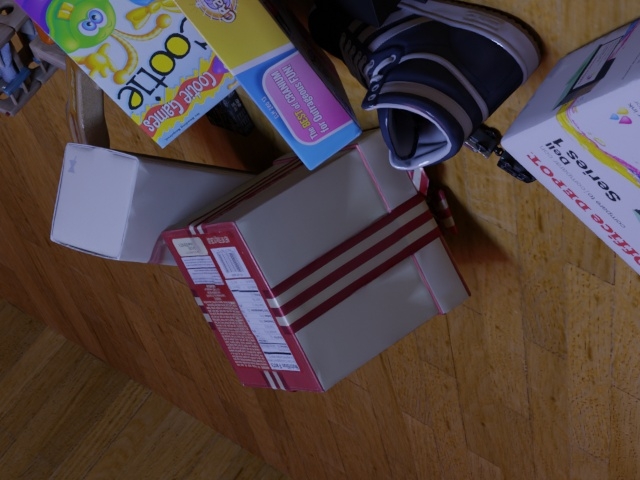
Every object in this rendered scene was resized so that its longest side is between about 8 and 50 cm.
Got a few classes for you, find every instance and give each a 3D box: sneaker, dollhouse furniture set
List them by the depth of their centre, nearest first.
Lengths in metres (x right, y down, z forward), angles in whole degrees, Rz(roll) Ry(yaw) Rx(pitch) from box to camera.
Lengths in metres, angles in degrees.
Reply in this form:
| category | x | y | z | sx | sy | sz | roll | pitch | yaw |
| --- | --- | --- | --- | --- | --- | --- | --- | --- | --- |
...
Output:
| category | x | y | z | sx | sy | sz | roll | pitch | yaw |
| --- | --- | --- | --- | --- | --- | --- | --- | --- | --- |
| sneaker | 0.060 | -0.159 | 1.526 | 0.282 | 0.153 | 0.099 | 18 | 151 | 43 |
| dollhouse furniture set | -0.371 | -0.232 | 2.114 | 0.184 | 0.129 | 0.129 | 28 | 157 | 24 |

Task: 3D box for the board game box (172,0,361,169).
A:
| category | x | y | z | sx | sy | sz | roll | pitch | yaw |
| --- | --- | --- | --- | --- | --- | --- | --- | --- | --- |
| board game box | -0.090 | -0.238 | 1.543 | 0.316 | 0.064 | 0.242 | 50 | -171 | -20 |

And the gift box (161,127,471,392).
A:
| category | x | y | z | sx | sy | sz | roll | pitch | yaw |
| --- | --- | --- | --- | --- | --- | --- | --- | --- | --- |
| gift box | 0.000 | 0.000 | 1.834 | 0.255 | 0.258 | 0.276 | 3 | 120 | 60 |

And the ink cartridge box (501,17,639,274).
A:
| category | x | y | z | sx | sy | sz | roll | pitch | yaw |
| --- | --- | --- | --- | --- | --- | --- | --- | --- | --- |
| ink cartridge box | 0.309 | -0.083 | 1.328 | 0.201 | 0.117 | 0.278 | 42 | 160 | -10 |

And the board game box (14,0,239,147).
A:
| category | x | y | z | sx | sy | sz | roll | pitch | yaw |
| --- | --- | --- | --- | --- | --- | --- | --- | --- | --- |
| board game box | -0.213 | -0.254 | 1.668 | 0.275 | 0.144 | 0.142 | 46 | -172 | -40 |

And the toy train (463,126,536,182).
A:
| category | x | y | z | sx | sy | sz | roll | pitch | yaw |
| --- | --- | --- | --- | --- | --- | --- | --- | --- | --- |
| toy train | 0.160 | -0.109 | 1.651 | 0.158 | 0.027 | 0.036 | 35 | 170 | 7 |

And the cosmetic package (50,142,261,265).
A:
| category | x | y | z | sx | sy | sz | roll | pitch | yaw |
| --- | --- | --- | --- | --- | --- | --- | --- | --- | --- |
| cosmetic package | -0.170 | -0.035 | 1.991 | 0.296 | 0.129 | 0.153 | 8 | -175 | -44 |

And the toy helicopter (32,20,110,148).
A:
| category | x | y | z | sx | sy | sz | roll | pitch | yaw |
| --- | --- | --- | --- | --- | --- | --- | --- | --- | --- |
| toy helicopter | -0.297 | -0.246 | 1.920 | 0.235 | 0.140 | 0.355 | 55 | 153 | 36 |

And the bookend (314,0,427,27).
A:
| category | x | y | z | sx | sy | sz | roll | pitch | yaw |
| --- | --- | --- | --- | --- | --- | --- | --- | --- | --- |
| bookend | 0.061 | -0.257 | 1.435 | 0.157 | 0.072 | 0.156 | 25 | 157 | 29 |

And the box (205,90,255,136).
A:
| category | x | y | z | sx | sy | sz | roll | pitch | yaw |
| --- | --- | --- | --- | --- | --- | --- | --- | --- | --- |
| box | -0.125 | -0.171 | 1.995 | 0.067 | 0.018 | 0.083 | 21 | 154 | 37 |
